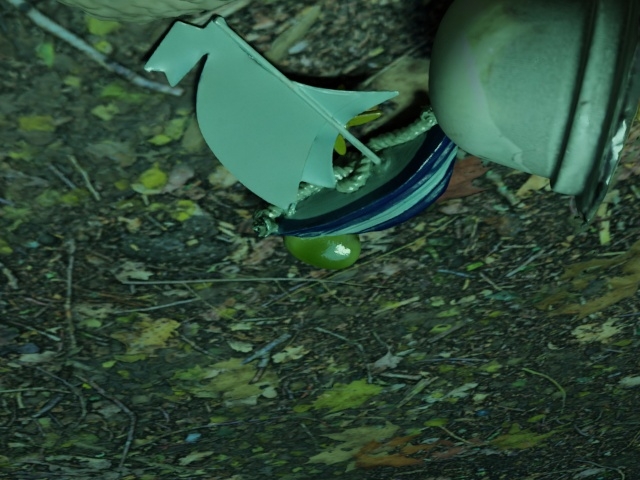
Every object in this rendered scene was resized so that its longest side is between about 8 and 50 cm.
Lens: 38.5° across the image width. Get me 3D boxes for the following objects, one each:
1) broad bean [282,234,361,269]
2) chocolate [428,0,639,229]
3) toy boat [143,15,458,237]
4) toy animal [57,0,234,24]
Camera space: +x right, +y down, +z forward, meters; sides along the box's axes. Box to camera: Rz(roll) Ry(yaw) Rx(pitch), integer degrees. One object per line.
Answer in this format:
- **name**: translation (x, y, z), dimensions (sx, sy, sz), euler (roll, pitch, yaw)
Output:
- **broad bean**: translation (0.000, 0.000, 0.925), dimensions (0.083, 0.045, 0.063), euler (17, 139, -26)
- **chocolate**: translation (0.155, -0.130, 0.664), dimensions (0.147, 0.221, 0.221), euler (17, 147, 3)
- **toy boat**: translation (-0.021, -0.086, 0.763), dimensions (0.220, 0.067, 0.291), euler (-29, 142, 28)
- **toy animal**: translation (-0.052, -0.225, 0.402), dimensions (0.358, 0.188, 0.226), euler (-34, 148, 32)
